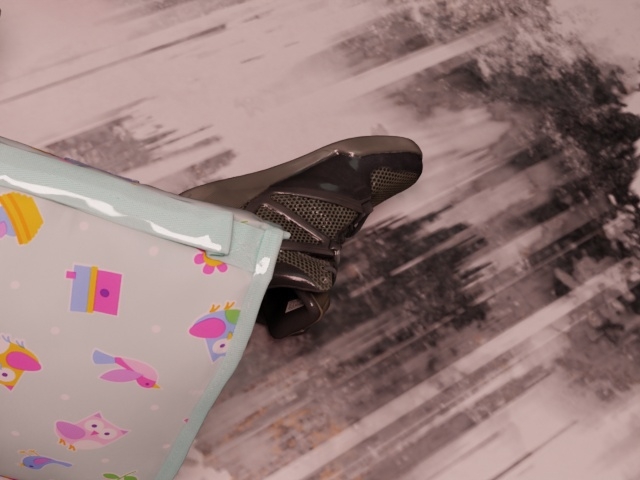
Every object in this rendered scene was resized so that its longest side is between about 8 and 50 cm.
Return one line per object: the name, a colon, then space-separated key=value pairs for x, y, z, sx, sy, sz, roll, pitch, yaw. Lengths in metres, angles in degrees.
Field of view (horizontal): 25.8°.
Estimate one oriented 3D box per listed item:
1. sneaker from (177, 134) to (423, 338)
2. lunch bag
sneaker: x=0.000 y=0.000 z=1.057 sx=0.228 sy=0.087 sz=0.130 roll=-21 pitch=69 yaw=-32
lunch bag: x=-0.159 y=0.034 z=0.839 sx=0.223 sy=0.262 sz=0.160 roll=19 pitch=51 yaw=-11
